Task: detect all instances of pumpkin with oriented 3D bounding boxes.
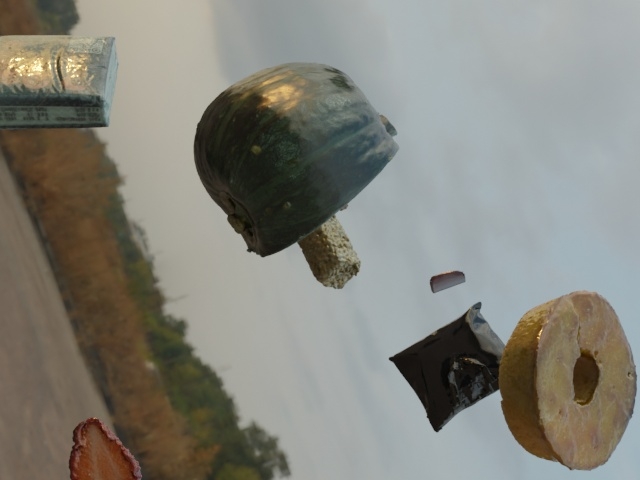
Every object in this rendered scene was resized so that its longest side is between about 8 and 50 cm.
[{"bbox_3d":[-0.047,-0.138,1.433,0.197,0.263,0.293,56,-9,-16],"label":"pumpkin"}]

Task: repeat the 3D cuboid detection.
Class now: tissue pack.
[{"bbox_3d":[-0.576,-0.326,2.151,0.228,0.315,0.103,-94,-176,-46],"label":"tissue pack"}]

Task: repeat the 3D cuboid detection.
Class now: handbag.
[{"bbox_3d":[0.314,0.290,2.442,0.211,0.254,0.089,59,4,25],"label":"handbag"}]

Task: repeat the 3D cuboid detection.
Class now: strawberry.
[{"bbox_3d":[-0.314,0.331,1.555,0.048,0.104,0.152,12,64,-85],"label":"strawberry"}]

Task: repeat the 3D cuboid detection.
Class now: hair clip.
[{"bbox_3d":[0.192,0.062,1.617,0.137,0.054,0.022,43,29,-82],"label":"hair clip"}]

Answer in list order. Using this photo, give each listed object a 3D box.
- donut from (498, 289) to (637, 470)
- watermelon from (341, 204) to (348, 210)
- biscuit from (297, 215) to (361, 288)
[{"bbox_3d":[0.406,0.231,1.777,0.110,0.303,0.303,-7,-76,45],"label":"donut"},{"bbox_3d":[-0.002,-0.081,2.398,0.080,0.101,0.155,46,-7,-17],"label":"watermelon"},{"bbox_3d":[0.000,0.000,1.746,0.070,0.082,0.168,12,43,-50],"label":"biscuit"}]
